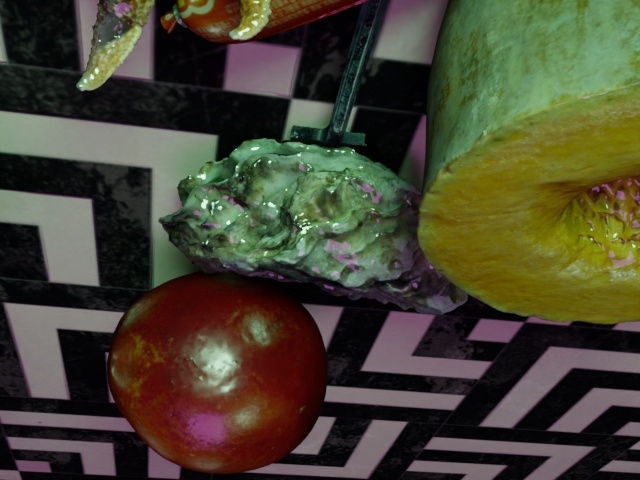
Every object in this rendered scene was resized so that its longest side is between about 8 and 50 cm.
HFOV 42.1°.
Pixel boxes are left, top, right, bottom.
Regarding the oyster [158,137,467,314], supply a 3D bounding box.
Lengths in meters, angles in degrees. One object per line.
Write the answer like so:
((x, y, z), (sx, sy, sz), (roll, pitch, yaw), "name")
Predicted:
((0.000, 0.000, 0.743), (0.267, 0.112, 0.198), (1, 148, 9), "oyster")

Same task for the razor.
((0.026, -0.128, 0.629), (0.066, 0.033, 0.190), (6, 145, -10), "razor")

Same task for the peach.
((-0.109, 0.125, 0.854), (0.243, 0.243, 0.200), (26, 95, -34), "peach")

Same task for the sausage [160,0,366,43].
((0.010, -0.179, 0.513), (0.263, 0.083, 0.083), (-16, 143, 23), "sausage")

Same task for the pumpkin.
((0.233, -0.088, 0.567), (0.332, 0.199, 0.332), (5, 152, 3), "pumpkin")

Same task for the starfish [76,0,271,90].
((-0.127, -0.197, 0.471), (0.238, 0.071, 0.216), (31, 134, -4), "starfish")
